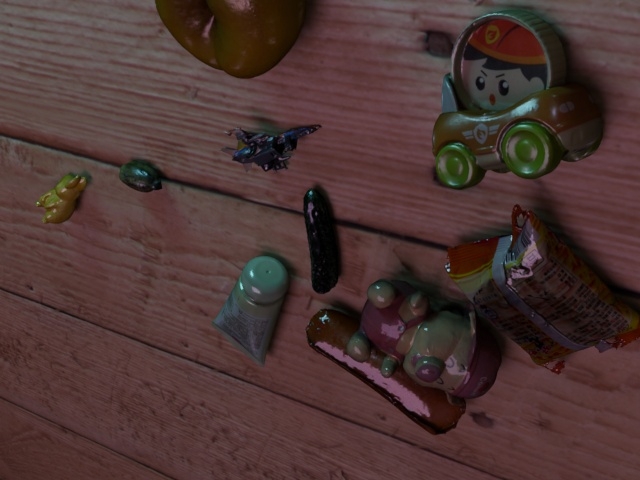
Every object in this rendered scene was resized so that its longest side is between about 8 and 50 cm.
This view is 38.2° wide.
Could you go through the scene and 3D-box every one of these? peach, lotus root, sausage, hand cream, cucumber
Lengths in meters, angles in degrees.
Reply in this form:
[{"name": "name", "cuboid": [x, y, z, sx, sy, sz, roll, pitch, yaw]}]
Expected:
[{"name": "peach", "cuboid": [-0.136, -0.358, 1.360, 0.251, 0.153, 0.251, 23, 131, 29]}, {"name": "lotus root", "cuboid": [-0.353, -0.124, 1.816, 0.099, 0.054, 0.049, 23, 157, 24]}, {"name": "sausage", "cuboid": [0.120, 0.238, 1.715, 0.330, 0.102, 0.102, 35, 140, 11]}, {"name": "hand cream", "cuboid": [-0.139, 0.144, 1.849, 0.147, 0.093, 0.306, 38, 142, 9]}, {"name": "cucumber", "cuboid": [0.000, 0.000, 1.640, 0.058, 0.052, 0.215, 44, 149, 47]}]

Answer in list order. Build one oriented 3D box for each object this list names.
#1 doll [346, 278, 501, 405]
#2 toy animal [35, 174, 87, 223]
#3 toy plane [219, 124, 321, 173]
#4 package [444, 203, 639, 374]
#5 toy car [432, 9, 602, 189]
[{"name": "doll", "cuboid": [0.183, 0.171, 1.563, 0.256, 0.152, 0.196, 28, 151, 11]}, {"name": "toy animal", "cuboid": [-0.545, -0.102, 1.996, 0.159, 0.083, 0.070, -43, 67, 40]}, {"name": "toy plane", "cuboid": [-0.079, -0.157, 1.555, 0.188, 0.062, 0.135, -5, 150, 38]}, {"name": "package", "cuboid": [0.330, 0.089, 1.402, 0.288, 0.108, 0.223, 45, 142, -6]}, {"name": "toy car", "cuboid": [0.244, -0.191, 1.223, 0.235, 0.145, 0.235, 17, 116, 39]}]
